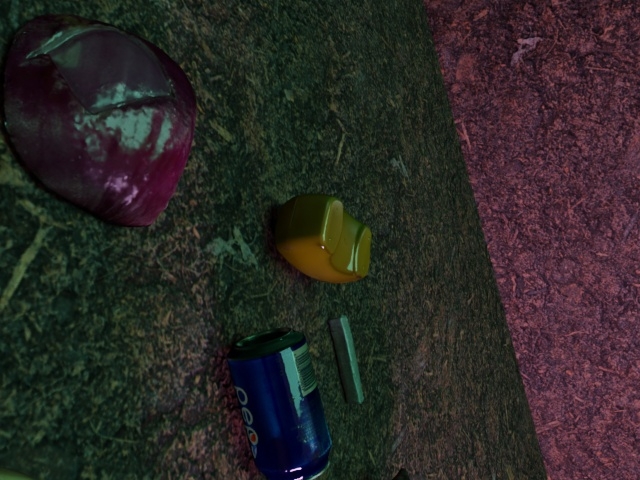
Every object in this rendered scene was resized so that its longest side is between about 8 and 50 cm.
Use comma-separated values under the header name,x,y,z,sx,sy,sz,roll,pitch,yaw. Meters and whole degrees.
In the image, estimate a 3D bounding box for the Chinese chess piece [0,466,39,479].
name,x,y,z,sx,sy,sz,roll,pitch,yaw
Chinese chess piece,-0.283,0.297,0.439,0.251,0.097,0.250,33,51,-53

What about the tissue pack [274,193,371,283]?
name,x,y,z,sx,sy,sz,roll,pitch,yaw
tissue pack,0.000,0.000,1.038,0.178,0.127,0.123,39,54,-49

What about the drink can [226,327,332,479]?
name,x,y,z,sx,sy,sz,roll,pitch,yaw
drink can,-0.056,0.233,0.851,0.118,0.118,0.204,-19,96,-61

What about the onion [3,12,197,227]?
name,x,y,z,sx,sy,sz,roll,pitch,yaw
onion,-0.228,-0.157,0.702,0.247,0.111,0.250,37,50,-52

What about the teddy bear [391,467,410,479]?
name,x,y,z,sx,sy,sz,roll,pitch,yaw
teddy bear,0.088,0.623,0.980,0.327,0.375,0.362,59,-8,-31

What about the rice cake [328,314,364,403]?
name,x,y,z,sx,sy,sz,roll,pitch,yaw
rice cake,0.049,0.225,1.130,0.029,0.033,0.170,-16,94,-58
